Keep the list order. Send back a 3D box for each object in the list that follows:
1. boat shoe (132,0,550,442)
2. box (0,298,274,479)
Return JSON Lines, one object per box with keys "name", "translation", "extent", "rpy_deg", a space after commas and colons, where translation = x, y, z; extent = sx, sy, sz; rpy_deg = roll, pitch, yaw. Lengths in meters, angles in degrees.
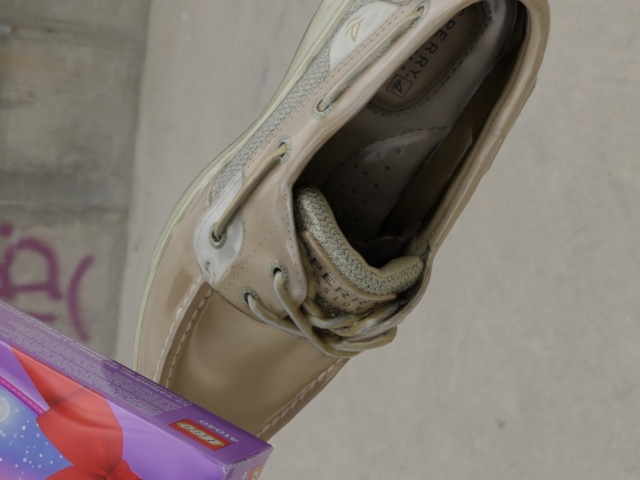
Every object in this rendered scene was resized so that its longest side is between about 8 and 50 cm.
{"name": "boat shoe", "translation": [0.000, 0.000, 0.499], "extent": [0.302, 0.109, 0.098], "rpy_deg": [-57, 24, 21]}
{"name": "box", "translation": [-0.191, 0.105, 0.431], "extent": [0.201, 0.293, 0.057], "rpy_deg": [-65, -14, 3]}
